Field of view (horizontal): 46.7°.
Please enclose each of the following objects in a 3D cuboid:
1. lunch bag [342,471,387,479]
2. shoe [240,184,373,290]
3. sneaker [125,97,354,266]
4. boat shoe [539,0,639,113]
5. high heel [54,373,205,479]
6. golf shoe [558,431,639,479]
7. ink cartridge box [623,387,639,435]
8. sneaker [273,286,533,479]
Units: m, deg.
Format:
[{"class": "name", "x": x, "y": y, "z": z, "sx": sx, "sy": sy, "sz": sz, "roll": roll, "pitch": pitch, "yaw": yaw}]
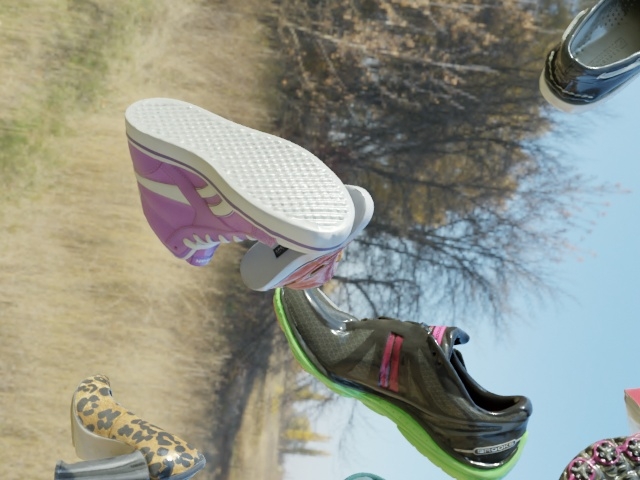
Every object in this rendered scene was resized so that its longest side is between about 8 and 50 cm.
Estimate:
[{"class": "lunch bag", "x": 0.075, "y": 0.381, "z": 0.715, "sx": 0.224, "sy": 0.279, "sz": 0.108, "roll": -50, "pitch": 162, "yaw": -23}, {"class": "shoe", "x": 0.000, "y": 0.000, "z": 0.792, "sx": 0.178, "sy": 0.081, "sz": 0.063, "roll": -35, "pitch": -113, "yaw": 30}, {"class": "sneaker", "x": -0.084, "y": -0.027, "z": 0.753, "sx": 0.102, "sy": 0.282, "sz": 0.161, "roll": -29, "pitch": 137, "yaw": -39}, {"class": "boat shoe", "x": 0.380, "y": -0.261, "z": 0.840, "sx": 0.302, "sy": 0.114, "sz": 0.091, "roll": -44, "pitch": 166, "yaw": -10}, {"class": "high heel", "x": -0.256, "y": 0.262, "z": 1.045, "sx": 0.261, "sy": 0.186, "sz": 0.093, "roll": -112, "pitch": -158, "yaw": -66}, {"class": "golf shoe", "x": 0.293, "y": 0.211, "z": 0.679, "sx": 0.086, "sy": 0.186, "sz": 0.067, "roll": 100, "pitch": -31, "yaw": -54}, {"class": "ink cartridge box", "x": 0.567, "y": 0.287, "z": 0.807, "sx": 0.160, "sy": 0.385, "sz": 0.279, "roll": -12, "pitch": 92, "yaw": -81}, {"class": "sneaker", "x": 0.138, "y": 0.197, "z": 1.242, "sx": 0.202, "sy": 0.483, "sz": 0.185, "roll": -58, "pitch": 174, "yaw": 14}]
